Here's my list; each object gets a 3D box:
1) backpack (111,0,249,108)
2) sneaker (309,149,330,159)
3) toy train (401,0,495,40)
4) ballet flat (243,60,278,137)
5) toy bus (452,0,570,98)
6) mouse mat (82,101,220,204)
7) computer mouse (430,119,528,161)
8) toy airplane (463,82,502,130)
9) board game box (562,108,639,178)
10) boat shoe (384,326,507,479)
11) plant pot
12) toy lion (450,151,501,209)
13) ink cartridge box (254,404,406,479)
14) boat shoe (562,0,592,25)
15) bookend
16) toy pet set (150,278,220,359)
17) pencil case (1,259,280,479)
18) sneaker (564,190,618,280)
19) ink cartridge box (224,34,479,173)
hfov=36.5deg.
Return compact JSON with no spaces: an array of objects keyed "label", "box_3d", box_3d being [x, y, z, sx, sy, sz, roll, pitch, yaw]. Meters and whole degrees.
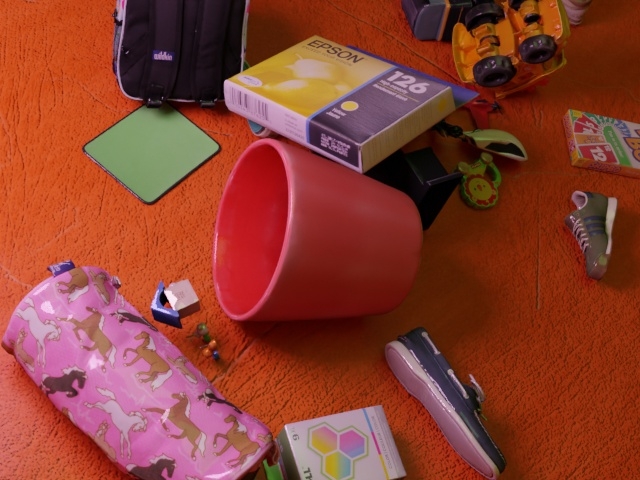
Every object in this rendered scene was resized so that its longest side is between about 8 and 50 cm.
[{"label":"backpack","box_3d":[-0.232,-0.371,1.605,0.225,0.254,0.191,-1,37,-17]},{"label":"sneaker","box_3d":[0.062,-0.235,1.724,0.270,0.090,0.145,-17,62,-31]},{"label":"toy train","box_3d":[0.242,-0.546,1.981,0.190,0.142,0.334,-8,59,-13]},{"label":"ballet flat","box_3d":[-0.116,-0.246,1.697,0.052,0.057,0.168,10,52,-49]},{"label":"toy bus","box_3d":[0.395,-0.363,1.853,0.211,0.220,0.150,23,54,-45]},{"label":"mouse mat","box_3d":[-0.274,-0.152,1.593,0.152,0.007,0.189,40,52,9]},{"label":"computer mouse","box_3d":[0.298,-0.191,1.785,0.192,0.042,0.106,15,11,-16]},{"label":"toy airplane","box_3d":[0.280,-0.262,1.859,0.151,0.028,0.151,10,52,-13]},{"label":"board game box","box_3d":[0.609,-0.181,1.922,0.259,0.039,0.124,11,54,-16]},{"label":"boat shoe","box_3d":[0.198,0.238,1.444,0.079,0.095,0.254,-29,61,-22]},{"label":"plant pot","box_3d":[0.000,0.000,1.443,0.243,0.275,0.275,9,53,-27]},{"label":"toy lion","box_3d":[0.289,-0.103,1.752,0.100,0.034,0.096,-25,75,-33]},{"label":"ink cartridge box","box_3d":[0.002,0.305,1.340,0.209,0.062,0.109,-7,60,-23]},{"label":"boat shoe","box_3d":[0.489,-0.591,2.138,0.104,0.089,0.285,-22,62,-14]},{"label":"bookend","box_3d":[0.142,-0.113,1.623,0.072,0.156,0.157,-18,64,-29]},{"label":"toy pet set","box_3d":[-0.201,0.113,1.381,0.065,0.114,0.122,-25,65,-14]},{"label":"pencil case","box_3d":[-0.235,0.199,1.272,0.386,0.167,0.160,43,14,11]},{"label":"sneaker","box_3d":[0.476,-0.015,1.742,0.086,0.064,0.192,20,52,3]},{"label":"ink cartridge box","box_3d":[0.055,-0.252,1.609,0.303,0.072,0.307,28,50,34]}]
